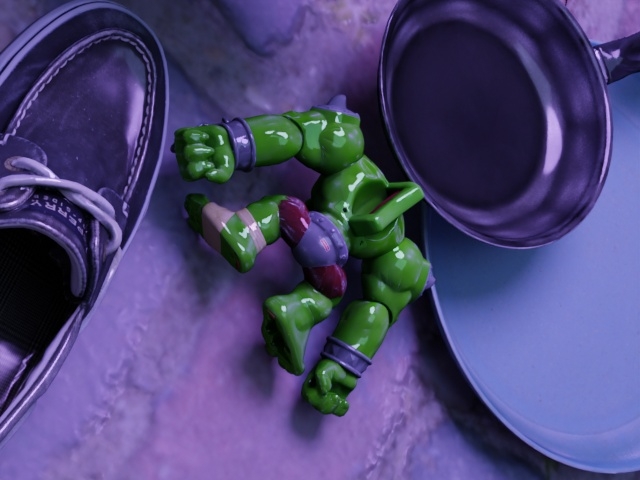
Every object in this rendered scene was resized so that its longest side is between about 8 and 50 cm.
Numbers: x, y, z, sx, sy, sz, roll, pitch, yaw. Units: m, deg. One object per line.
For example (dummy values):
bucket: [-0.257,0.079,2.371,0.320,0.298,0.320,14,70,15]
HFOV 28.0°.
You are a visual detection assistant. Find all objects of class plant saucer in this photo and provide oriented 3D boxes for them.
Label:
plant saucer: [0.193,0.010,0.940,0.317,0.044,0.317,7,77,-32]

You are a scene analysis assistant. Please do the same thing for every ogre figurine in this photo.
ogre figurine: [0.000,0.000,0.792,0.118,0.097,0.197,-33,88,-20]

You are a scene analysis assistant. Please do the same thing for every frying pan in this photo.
frying pan: [0.151,-0.131,0.885,0.197,0.053,0.326,50,58,-14]

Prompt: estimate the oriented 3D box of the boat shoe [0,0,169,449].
boat shoe: [-0.153,0.008,0.678,0.121,0.119,0.335,30,67,-24]
